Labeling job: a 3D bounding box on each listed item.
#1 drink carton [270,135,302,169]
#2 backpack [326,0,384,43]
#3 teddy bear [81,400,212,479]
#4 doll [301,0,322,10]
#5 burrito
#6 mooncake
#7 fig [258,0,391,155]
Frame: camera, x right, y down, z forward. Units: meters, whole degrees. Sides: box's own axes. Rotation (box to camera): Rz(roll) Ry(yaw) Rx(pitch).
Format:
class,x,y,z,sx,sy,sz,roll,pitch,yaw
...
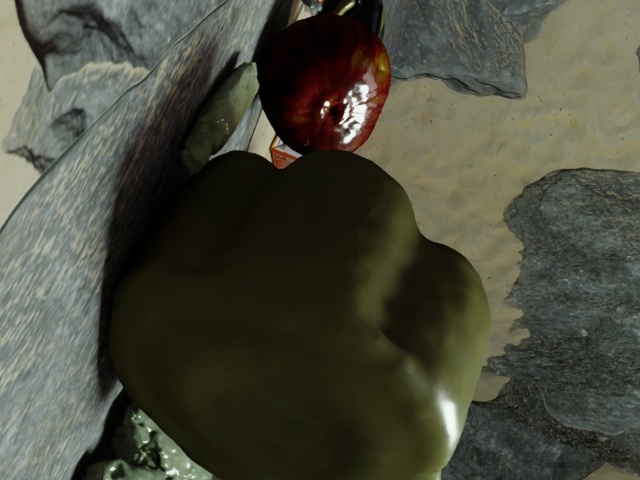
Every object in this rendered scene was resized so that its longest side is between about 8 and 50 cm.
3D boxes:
class,x,y,z,sx,sy,sz,roll,pitch,yaw
drink carton,-0.041,-0.168,1.861,0.223,0.071,0.096,94,20,-80
backpack,0.055,-0.355,1.756,0.206,0.133,0.258,94,12,-52
teddy bear,-0.257,0.393,1.458,0.357,0.224,0.368,62,22,-57
doll,0.042,-0.442,1.452,0.228,0.075,0.102,-56,169,15
burrito,-0.117,-0.152,1.194,0.188,0.045,0.058,-66,-177,-37
mooncake,-0.022,0.118,1.207,0.262,0.466,0.467,-58,171,-41
fig,-0.008,-0.239,1.427,0.249,0.186,0.204,-118,-153,-53
